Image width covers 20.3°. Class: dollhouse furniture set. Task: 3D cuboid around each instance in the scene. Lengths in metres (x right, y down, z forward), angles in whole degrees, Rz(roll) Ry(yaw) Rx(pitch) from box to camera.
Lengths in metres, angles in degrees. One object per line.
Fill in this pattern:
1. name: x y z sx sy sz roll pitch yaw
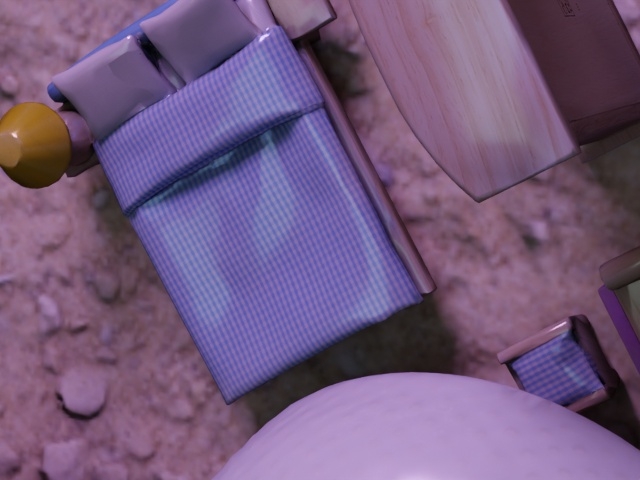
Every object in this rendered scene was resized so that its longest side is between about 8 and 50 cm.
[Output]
1. dollhouse furniture set: 0.000 0.000 0.818 0.303 0.198 0.286 -27 87 23

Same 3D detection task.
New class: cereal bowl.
1. cereal bowl: 0.050 0.239 0.809 0.339 0.141 0.339 16 121 29
